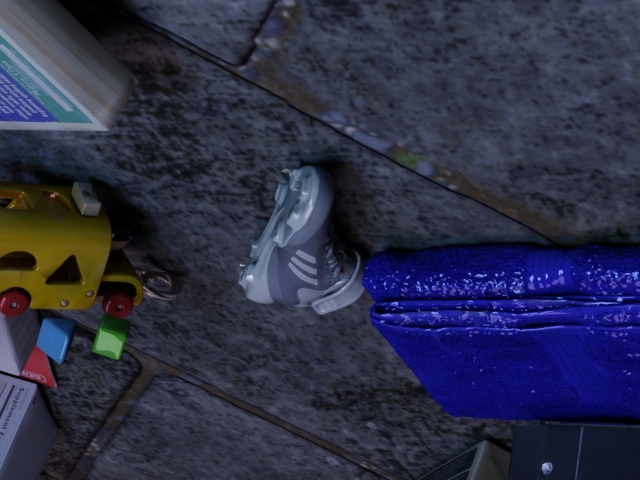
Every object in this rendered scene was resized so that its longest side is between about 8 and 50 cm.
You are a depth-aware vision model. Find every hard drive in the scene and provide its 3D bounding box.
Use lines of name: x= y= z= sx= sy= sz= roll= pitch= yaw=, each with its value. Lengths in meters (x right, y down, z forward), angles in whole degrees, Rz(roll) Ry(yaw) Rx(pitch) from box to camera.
hard drive: x=0.362 y=0.215 z=1.444 sx=0.339 sy=0.064 sz=0.237 roll=-1 pitch=160 yaw=35

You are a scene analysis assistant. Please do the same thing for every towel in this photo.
towel: x=0.203 y=0.092 z=1.402 sx=0.308 sy=0.076 sz=0.227 roll=-1 pitch=141 yaw=32

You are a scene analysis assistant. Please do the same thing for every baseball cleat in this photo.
baseball cleat: x=0.000 y=0.000 z=1.413 sx=0.109 sy=0.072 sz=0.206 roll=14 pitch=155 yaw=-13

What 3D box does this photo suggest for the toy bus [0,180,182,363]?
toy bus: x=-0.225 y=0.000 z=1.495 sx=0.191 sy=0.202 sz=0.104 roll=26 pitch=119 yaw=8

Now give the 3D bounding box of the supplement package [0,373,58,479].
supplement package: x=-0.445 y=0.215 z=1.926 sx=0.244 sy=0.134 sz=0.139 roll=15 pitch=153 yaw=12

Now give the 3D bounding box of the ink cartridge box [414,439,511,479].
ink cartridge box: x=0.209 y=0.313 z=1.722 sx=0.234 sy=0.088 sz=0.193 roll=29 pitch=149 yaw=-12

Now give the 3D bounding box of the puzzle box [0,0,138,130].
puzzle box: x=-0.352 y=-0.221 z=1.232 sx=0.272 sy=0.052 sz=0.409 roll=5 pitch=149 yaw=44

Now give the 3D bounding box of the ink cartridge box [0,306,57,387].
ink cartridge box: x=-0.439 y=0.075 z=1.785 sx=0.296 sy=0.066 sz=0.261 roll=16 pitch=147 yaw=11
